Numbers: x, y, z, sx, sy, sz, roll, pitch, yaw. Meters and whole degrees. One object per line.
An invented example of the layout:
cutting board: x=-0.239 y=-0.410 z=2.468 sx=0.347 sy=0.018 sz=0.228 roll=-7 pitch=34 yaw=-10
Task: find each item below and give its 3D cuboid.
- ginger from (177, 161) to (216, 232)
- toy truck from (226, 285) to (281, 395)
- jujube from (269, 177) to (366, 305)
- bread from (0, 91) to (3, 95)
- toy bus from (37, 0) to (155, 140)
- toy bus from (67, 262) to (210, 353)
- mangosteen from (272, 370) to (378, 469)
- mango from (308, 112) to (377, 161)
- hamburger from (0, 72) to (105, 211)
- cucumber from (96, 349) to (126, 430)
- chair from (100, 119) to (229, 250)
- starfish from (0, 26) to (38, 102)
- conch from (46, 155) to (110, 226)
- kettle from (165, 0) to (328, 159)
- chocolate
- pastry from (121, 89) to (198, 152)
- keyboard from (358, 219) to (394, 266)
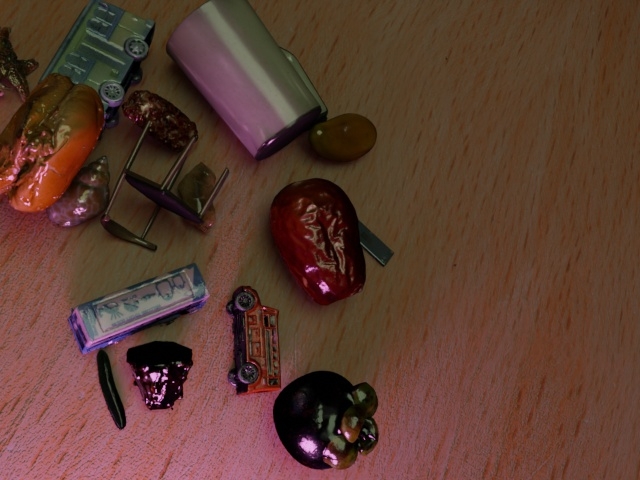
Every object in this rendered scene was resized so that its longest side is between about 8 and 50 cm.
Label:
ginger: x=-0.305 y=-0.113 z=1.628 sx=0.095 sy=0.069 sz=0.190 roll=6 pitch=69 yaw=-39
toy truck: x=-0.157 y=0.237 z=1.546 sx=0.114 sy=0.107 sz=0.252 roll=3 pitch=73 yaw=-22
jujube: x=0.000 y=0.000 z=1.640 sx=0.223 sy=0.223 sz=0.318 roll=-18 pitch=84 yaw=-26
bread: x=-0.806 y=-0.378 z=1.528 sx=0.072 sy=0.053 sz=0.106 roll=-29 pitch=87 yaw=-51
toy bus: x=-0.544 y=-0.428 z=1.593 sx=0.190 sy=0.152 sz=0.312 roll=25 pitch=65 yaw=-13
toy bus: x=-0.404 y=0.151 z=1.460 sx=0.297 sy=0.131 sz=0.106 roll=-21 pitch=80 yaw=-28
mangosteen: x=0.018 y=0.412 z=1.489 sx=0.243 sy=0.243 sz=0.243 roll=7 pitch=70 yaw=-20
mango: x=0.059 y=-0.284 z=1.800 sx=0.227 sy=0.099 sz=0.136 roll=-11 pitch=115 yaw=-38
hamburger: x=-0.576 y=-0.204 z=1.362 sx=0.170 sy=0.290 sz=0.314 roll=30 pitch=26 yaw=-22
cucumber: x=-0.465 y=0.330 z=1.431 sx=0.036 sy=0.033 sz=0.184 roll=-20 pitch=79 yaw=-1
chair: x=-0.366 y=-0.107 z=1.503 sx=0.166 sy=0.188 sz=0.272 roll=23 pitch=79 yaw=30
starfish: x=-0.750 y=-0.415 z=1.558 sx=0.150 sy=0.053 sz=0.209 roll=-34 pitch=100 yaw=-49
conch: x=-0.557 y=-0.102 z=1.507 sx=0.173 sy=0.106 sz=0.116 roll=-20 pitch=61 yaw=-13
kettle: x=-0.165 y=-0.435 z=1.730 sx=0.376 sy=0.250 sz=0.361 roll=53 pitch=33 yaw=-1
chocolate: x=-0.360 y=0.312 z=1.444 sx=0.156 sy=0.156 sz=0.133 roll=0 pitch=100 yaw=-22
pastry: x=-0.393 y=-0.298 z=1.596 sx=0.115 sy=0.208 sz=0.097 roll=36 pitch=91 yaw=36
keyboard: x=0.126 y=-0.005 z=1.796 sx=0.176 sy=0.014 sz=0.055 roll=43 pitch=61 yaw=-4
